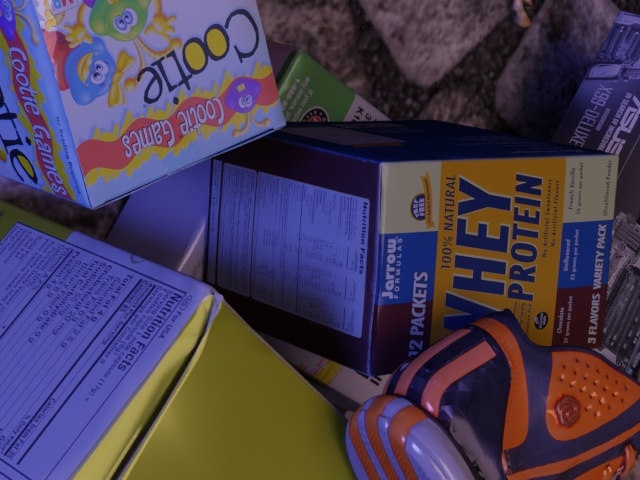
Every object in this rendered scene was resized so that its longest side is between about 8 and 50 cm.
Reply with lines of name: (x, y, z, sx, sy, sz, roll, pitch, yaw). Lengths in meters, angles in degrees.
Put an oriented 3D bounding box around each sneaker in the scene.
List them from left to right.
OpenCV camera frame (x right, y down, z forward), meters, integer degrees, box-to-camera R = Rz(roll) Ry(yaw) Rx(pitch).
sneaker: (0.152, 0.185, 1.042, 0.180, 0.125, 0.321, -37, 119, -28)

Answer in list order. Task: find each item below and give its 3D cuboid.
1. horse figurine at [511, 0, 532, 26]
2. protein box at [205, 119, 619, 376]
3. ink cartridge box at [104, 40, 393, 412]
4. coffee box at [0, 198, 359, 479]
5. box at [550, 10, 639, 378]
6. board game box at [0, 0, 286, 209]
horse figurine: (0.203, -0.288, 1.420, 0.263, 0.066, 0.174, -25, 120, -32)
protein box: (0.058, -0.004, 1.142, 0.200, 0.201, 0.136, -4, 102, -34)
ink cartridge box: (0.000, 0.000, 1.302, 0.278, 0.117, 0.201, 34, 80, -36)
coffee box: (-0.151, 0.222, 1.106, 0.338, 0.334, 0.337, -53, 125, -14)
box: (0.256, -0.010, 1.465, 0.307, 0.076, 0.242, -61, 148, -9)
board game box: (-0.168, -0.130, 1.052, 0.144, 0.275, 0.142, -26, 115, -30)
